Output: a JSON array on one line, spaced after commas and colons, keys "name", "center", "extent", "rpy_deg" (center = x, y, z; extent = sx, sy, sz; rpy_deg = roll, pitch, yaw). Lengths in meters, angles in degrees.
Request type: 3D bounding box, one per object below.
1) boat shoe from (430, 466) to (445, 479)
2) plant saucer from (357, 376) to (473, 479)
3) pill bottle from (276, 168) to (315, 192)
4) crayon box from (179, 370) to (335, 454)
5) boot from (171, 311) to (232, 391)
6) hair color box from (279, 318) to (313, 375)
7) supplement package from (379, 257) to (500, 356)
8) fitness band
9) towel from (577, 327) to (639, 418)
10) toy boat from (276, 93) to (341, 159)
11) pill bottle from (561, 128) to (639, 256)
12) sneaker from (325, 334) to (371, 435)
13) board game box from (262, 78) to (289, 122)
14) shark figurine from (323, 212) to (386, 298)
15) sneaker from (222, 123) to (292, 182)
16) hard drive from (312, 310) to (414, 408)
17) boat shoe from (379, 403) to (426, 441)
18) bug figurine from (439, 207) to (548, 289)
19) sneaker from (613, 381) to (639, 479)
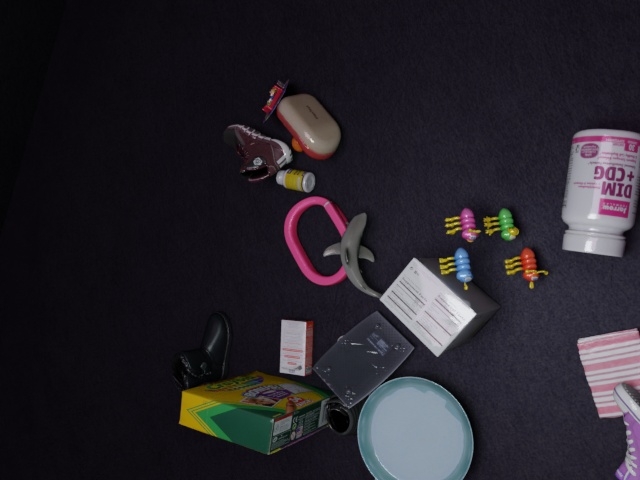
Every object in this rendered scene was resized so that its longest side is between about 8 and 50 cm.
[{"name": "boat shoe", "center": [0.305, 0.697, 1.600], "extent": [0.075, 0.083, 0.226], "rpy_deg": [9, 80, 40]}, {"name": "plant saucer", "center": [0.255, 0.528, 1.576], "extent": [0.317, 0.043, 0.318], "rpy_deg": [-3, 83, 24]}, {"name": "pill bottle", "center": [-0.080, -0.193, 1.859], "extent": [0.116, 0.065, 0.065], "rpy_deg": [13, 94, 29]}, {"name": "crayon box", "center": [-0.170, 0.487, 1.708], "extent": [0.313, 0.363, 0.106], "rpy_deg": [8, 92, 29]}, {"name": "boot", "center": [-0.393, 0.364, 1.931], "extent": [0.094, 0.207, 0.247], "rpy_deg": [1, 87, 30]}, {"name": "hair color box", "center": [-0.075, 0.335, 1.839], "extent": [0.093, 0.053, 0.167], "rpy_deg": [1, 87, 29]}, {"name": "supplement package", "center": [0.315, 0.162, 1.503], "extent": [0.204, 0.261, 0.145], "rpy_deg": [44, 109, 23]}, {"name": "fitness band", "center": [0.000, 0.000, 1.811], "extent": [0.209, 0.054, 0.291], "rpy_deg": [-37, 69, 23]}, {"name": "towel", "center": [0.717, 0.320, 1.404], "extent": [0.144, 0.029, 0.197], "rpy_deg": [-18, 82, 28]}, {"name": "toy boat", "center": [-0.045, -0.337, 1.822], "extent": [0.231, 0.151, 0.151], "rpy_deg": [54, 142, 21]}, {"name": "pill bottle", "center": [0.662, -0.109, 1.376], "extent": [0.160, 0.160, 0.283], "rpy_deg": [8, 92, 30]}, {"name": "sneaker", "center": [0.075, 0.426, 1.695], "extent": [0.104, 0.146, 0.296], "rpy_deg": [-13, 80, 30]}, {"name": "board game box", "center": [-0.155, -0.454, 1.867], "extent": [0.033, 0.169, 0.133], "rpy_deg": [32, 121, -16]}, {"name": "shark figurine", "center": [0.105, 0.076, 1.670], "extent": [0.166, 0.116, 0.278], "rpy_deg": [-24, 84, 7]}, {"name": "sneaker", "center": [-0.242, -0.277, 1.893], "extent": [0.281, 0.106, 0.163], "rpy_deg": [21, 59, 29]}, {"name": "hard drive", "center": [0.123, 0.339, 1.658], "extent": [0.254, 0.054, 0.172], "rpy_deg": [-39, 65, -16]}, {"name": "boat shoe", "center": [0.228, 0.512, 1.651], "extent": [0.184, 0.063, 0.066], "rpy_deg": [-43, 68, 15]}, {"name": "bug figurine", "center": [0.429, 0.017, 1.459], "extent": [0.072, 0.278, 0.216], "rpy_deg": [125, 141, -61]}, {"name": "sneaker", "center": [0.724, 0.476, 1.336], "extent": [0.161, 0.102, 0.282], "rpy_deg": [-38, 78, 28]}]
